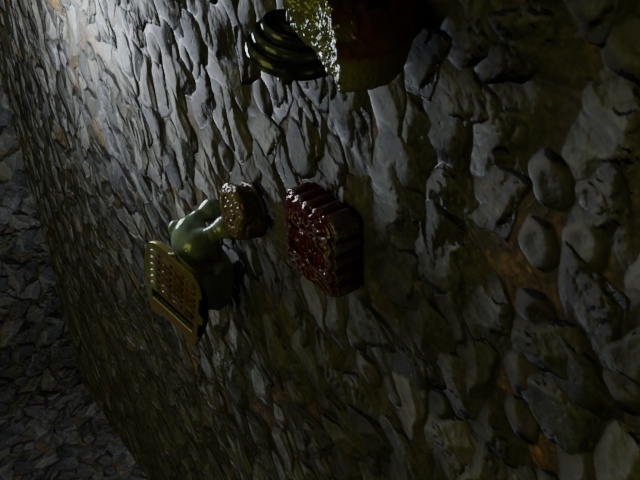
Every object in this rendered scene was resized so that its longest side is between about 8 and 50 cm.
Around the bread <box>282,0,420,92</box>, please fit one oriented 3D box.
[{"bbox_3d":[0.037,-0.230,0.869,0.156,0.125,0.086,53,157,31],"label":"bread"}]

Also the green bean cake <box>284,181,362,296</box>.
[{"bbox_3d":[0.000,0.000,1.172,0.135,0.056,0.135,37,139,44],"label":"green bean cake"}]

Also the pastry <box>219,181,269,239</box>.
[{"bbox_3d":[-0.125,-0.048,1.369,0.097,0.057,0.109,54,148,36],"label":"pastry"}]

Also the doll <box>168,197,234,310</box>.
[{"bbox_3d":[-0.222,0.042,1.540,0.155,0.113,0.275,46,146,25],"label":"doll"}]

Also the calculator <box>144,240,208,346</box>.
[{"bbox_3d":[-0.260,0.091,1.520,0.157,0.033,0.236,39,148,19],"label":"calculator"}]

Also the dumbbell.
[{"bbox_3d":[-0.022,-0.294,0.959,0.110,0.110,0.254,48,141,34],"label":"dumbbell"}]
